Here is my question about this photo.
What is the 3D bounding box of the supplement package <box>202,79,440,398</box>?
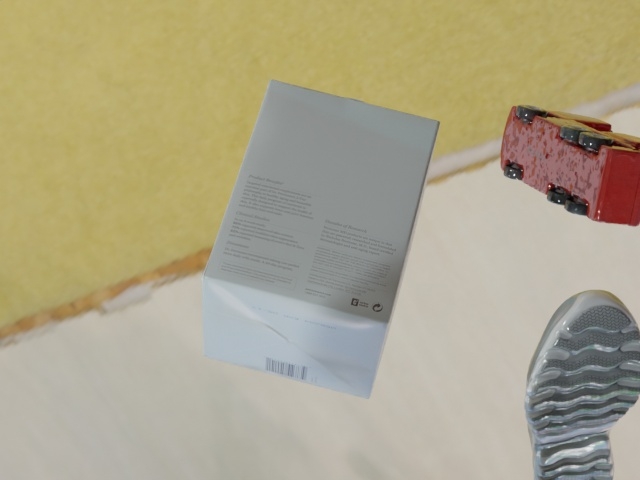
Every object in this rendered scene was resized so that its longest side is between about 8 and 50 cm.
[{"bbox_3d":[0.000,0.000,1.591,0.199,0.262,0.198,14,150,4],"label":"supplement package"}]

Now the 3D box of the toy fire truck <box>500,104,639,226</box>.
[{"bbox_3d":[0.201,-0.037,0.845,0.192,0.135,0.047,-137,55,-67],"label":"toy fire truck"}]

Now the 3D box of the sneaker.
[{"bbox_3d":[0.227,0.131,1.332,0.105,0.115,0.281,-4,138,-5],"label":"sneaker"}]
